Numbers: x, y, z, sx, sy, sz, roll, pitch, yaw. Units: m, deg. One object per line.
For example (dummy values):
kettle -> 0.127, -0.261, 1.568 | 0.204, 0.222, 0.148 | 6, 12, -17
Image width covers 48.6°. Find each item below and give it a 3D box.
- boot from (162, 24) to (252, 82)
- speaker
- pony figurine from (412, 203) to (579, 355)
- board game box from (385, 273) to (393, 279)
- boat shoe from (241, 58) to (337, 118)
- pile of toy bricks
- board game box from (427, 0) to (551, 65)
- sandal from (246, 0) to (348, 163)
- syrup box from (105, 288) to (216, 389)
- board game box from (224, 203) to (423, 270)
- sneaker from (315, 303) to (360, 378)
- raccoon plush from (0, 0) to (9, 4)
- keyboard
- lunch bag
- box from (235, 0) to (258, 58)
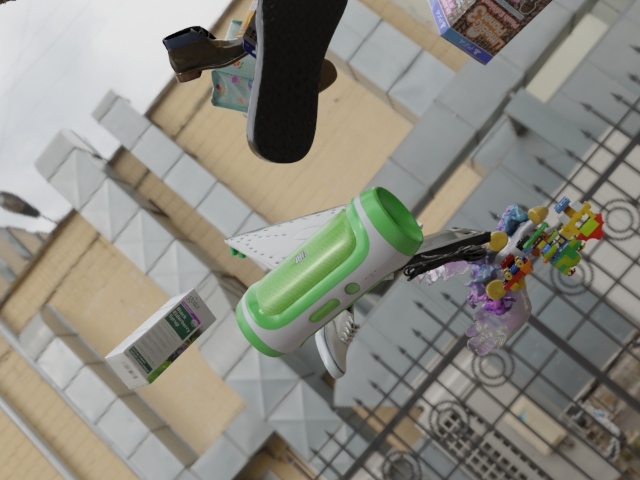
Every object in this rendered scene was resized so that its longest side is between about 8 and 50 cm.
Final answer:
boot -> -0.252, -0.449, 1.620 | 0.219, 0.082, 0.106 | -22, -55, 7
speaker -> 0.009, 0.051, 1.070 | 0.296, 0.131, 0.131 | -41, -11, 21
pony figurine -> 0.410, 0.059, 1.612 | 0.351, 0.302, 0.363 | -38, -10, 6
board game box -> 0.089, 0.051, 1.579 | 0.154, 0.026, 0.103 | -8, -47, -8
boat shoe -> -0.091, -0.431, 2.024 | 0.302, 0.109, 0.098 | -31, 4, -20
pile of toy bricks -> 0.436, 0.022, 1.312 | 0.212, 0.105, 0.118 | -51, 2, 17
board game box -> 0.371, -0.561, 1.473 | 0.141, 0.232, 0.291 | 22, -48, -31
sandal -> -0.063, -0.368, 1.329 | 0.168, 0.107, 0.445 | 11, -85, -27
syrup box -> -0.350, 0.216, 1.578 | 0.096, 0.093, 0.237 | -23, 16, 45
board game box -> 0.000, 0.000, 1.803 | 0.390, 0.050, 0.390 | -17, 17, -22
sneaker -> 0.046, 0.216, 1.695 | 0.091, 0.094, 0.258 | -27, 34, 17
raccoon plush -> -0.575, -0.313, 0.844 | 0.446, 0.300, 0.216 | -72, -17, -45
keyboard -> 0.168, 0.033, 1.259 | 0.317, 0.033, 0.201 | -17, 12, -21
lunch bag -> -0.132, -0.437, 1.846 | 0.160, 0.263, 0.223 | 104, 178, -56
box -> -0.111, -0.424, 1.396 | 0.081, 0.028, 0.136 | 30, -93, -44
